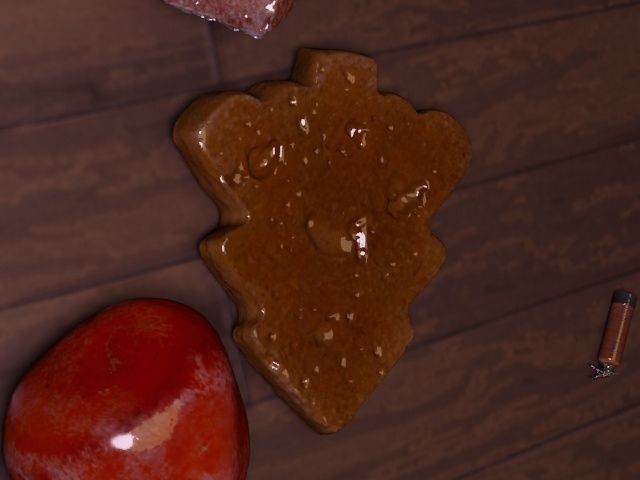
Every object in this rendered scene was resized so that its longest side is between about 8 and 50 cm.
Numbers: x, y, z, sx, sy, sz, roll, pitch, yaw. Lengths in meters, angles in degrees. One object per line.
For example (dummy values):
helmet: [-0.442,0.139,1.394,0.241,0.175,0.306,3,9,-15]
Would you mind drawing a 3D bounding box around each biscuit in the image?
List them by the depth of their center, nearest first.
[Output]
biscuit: [-0.001,0.000,1.288,0.278,0.043,0.302,8,85,-36]

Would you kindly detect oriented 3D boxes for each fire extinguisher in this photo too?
fire extinguisher: [0.261,0.087,1.481,0.028,0.022,0.083,16,77,6]

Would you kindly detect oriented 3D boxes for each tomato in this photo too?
tomato: [-0.120,0.134,1.139,0.187,0.151,0.187,3,85,-40]

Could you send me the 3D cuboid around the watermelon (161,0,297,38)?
watermelon: [-0.059,-0.267,1.197,0.192,0.140,0.257,6,82,9]
